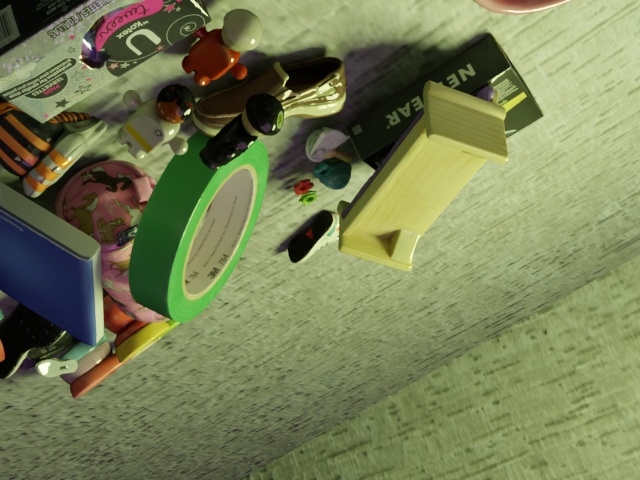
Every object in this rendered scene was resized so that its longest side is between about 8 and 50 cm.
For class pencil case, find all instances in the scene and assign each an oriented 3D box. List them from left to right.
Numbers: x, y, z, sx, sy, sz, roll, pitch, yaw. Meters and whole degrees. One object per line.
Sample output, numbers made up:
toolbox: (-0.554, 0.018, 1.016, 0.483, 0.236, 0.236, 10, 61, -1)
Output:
pencil case: (-0.321, 0.014, 1.725, 0.160, 0.167, 0.386, -58, 165, -19)

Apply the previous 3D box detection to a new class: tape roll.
tape roll: (-0.191, -0.027, 1.621, 0.321, 0.077, 0.321, -59, 165, -26)

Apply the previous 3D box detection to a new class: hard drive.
hard drive: (-0.448, 0.044, 1.627, 0.040, 0.210, 0.319, -56, 172, -30)

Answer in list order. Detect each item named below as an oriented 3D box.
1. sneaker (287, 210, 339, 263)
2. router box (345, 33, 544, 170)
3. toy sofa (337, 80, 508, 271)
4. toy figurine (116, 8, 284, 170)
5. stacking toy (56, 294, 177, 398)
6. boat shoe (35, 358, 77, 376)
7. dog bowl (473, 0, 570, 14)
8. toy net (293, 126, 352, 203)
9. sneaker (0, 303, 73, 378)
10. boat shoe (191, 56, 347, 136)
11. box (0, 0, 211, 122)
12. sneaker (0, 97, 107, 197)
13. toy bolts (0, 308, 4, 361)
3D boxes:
sneaker: (0.000, 0.000, 2.113, 0.075, 0.057, 0.161, 8, 139, -41)
router box: (0.233, -0.219, 1.847, 0.309, 0.081, 0.243, -31, 155, 15)
toy sofa: (0.167, -0.122, 1.747, 0.150, 0.177, 0.362, 16, 141, -18)
toy figurine: (-0.168, -0.211, 1.328, 0.209, 0.213, 0.148, 6, 155, -41)
stacking toy: (-0.413, 0.180, 2.106, 0.309, 0.130, 0.279, -36, 180, 32)
boat shoe: (-0.526, 0.248, 1.976, 0.035, 0.035, 0.100, 0, -179, 33)
dog bowl: (0.312, -0.467, 1.323, 0.408, 0.150, 0.408, -20, 156, -9)
toy net: (-0.001, -0.146, 1.832, 0.122, 0.045, 0.232, -20, 155, -4)
sneaker: (-0.526, 0.168, 1.944, 0.283, 0.107, 0.124, -33, 165, 37)
boat shoe: (-0.077, -0.233, 1.538, 0.257, 0.095, 0.095, -19, 143, -27)
box: (-0.277, -0.275, 1.147, 0.247, 0.163, 0.142, -29, 155, 12)
sneaker: (-0.389, -0.167, 1.319, 0.124, 0.180, 0.321, -45, -168, -1)
toy bolts: (-0.612, 0.135, 1.659, 0.218, 0.158, 0.228, 12, -168, 33)
